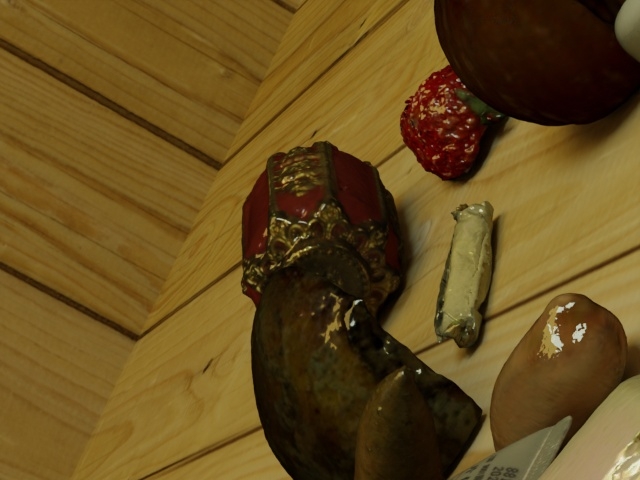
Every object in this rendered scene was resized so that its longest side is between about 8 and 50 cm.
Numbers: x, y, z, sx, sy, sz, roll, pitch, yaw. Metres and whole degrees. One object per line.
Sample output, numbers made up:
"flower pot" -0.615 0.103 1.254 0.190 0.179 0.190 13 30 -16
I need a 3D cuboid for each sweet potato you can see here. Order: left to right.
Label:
"sweet potato" 0.030 0.212 1.359 0.079 0.108 0.346 -31 -15 -40

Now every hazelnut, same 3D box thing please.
"hazelnut" 0.185 -0.208 1.465 0.218 0.218 0.234 -49 19 40

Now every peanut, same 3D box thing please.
"peanut" 0.159 0.097 1.190 0.076 0.076 0.152 -76 8 -50

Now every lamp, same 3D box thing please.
"lamp" 0.000 0.000 1.825 0.177 0.177 0.274 -57 11 17

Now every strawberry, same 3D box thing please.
"strawberry" 0.132 -0.131 1.774 0.140 0.085 0.192 -60 11 13

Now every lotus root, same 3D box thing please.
"lotus root" 0.007 0.137 1.490 0.142 0.210 0.314 -51 -2 -10

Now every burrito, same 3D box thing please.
"burrito" 0.130 0.030 1.532 0.045 0.041 0.185 -7 39 20

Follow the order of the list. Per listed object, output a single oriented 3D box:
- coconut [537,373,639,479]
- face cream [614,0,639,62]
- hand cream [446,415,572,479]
"coconut" 0.167 0.165 0.674 0.230 0.227 0.227 -51 14 9
"face cream" 0.276 -0.127 0.869 0.201 0.187 0.201 -52 -1 -2
"hand cream" 0.067 0.222 1.215 0.140 0.089 0.314 -52 2 -38
